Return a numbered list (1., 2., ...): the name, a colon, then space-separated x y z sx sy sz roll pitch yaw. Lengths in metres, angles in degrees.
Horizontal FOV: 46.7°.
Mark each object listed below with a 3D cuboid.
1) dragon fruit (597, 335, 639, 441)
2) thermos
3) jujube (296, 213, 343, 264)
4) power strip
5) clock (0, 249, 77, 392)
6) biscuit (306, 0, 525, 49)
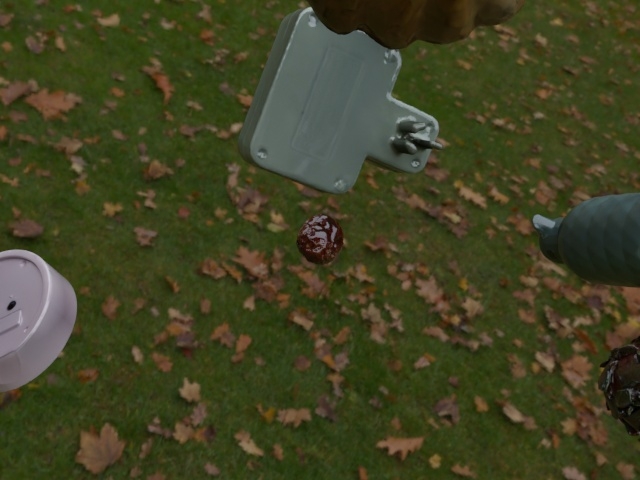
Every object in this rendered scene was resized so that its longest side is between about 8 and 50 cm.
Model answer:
1. dragon fruit: 0.563 0.246 1.257 0.189 0.182 0.182 -4 42 -27
2. thermos: 0.467 0.007 1.151 0.182 0.145 0.286 34 -10 -15
3. jujube: 0.000 0.000 1.227 0.077 0.077 0.129 24 17 0
4. power strip: 0.045 -0.173 1.040 0.261 0.229 0.141 20 3 -24
5. clock: -0.449 0.112 1.052 0.197 0.068 0.196 -11 55 16
6. biscuit: 0.086 -0.306 0.561 0.326 0.325 0.107 10 23 -19
